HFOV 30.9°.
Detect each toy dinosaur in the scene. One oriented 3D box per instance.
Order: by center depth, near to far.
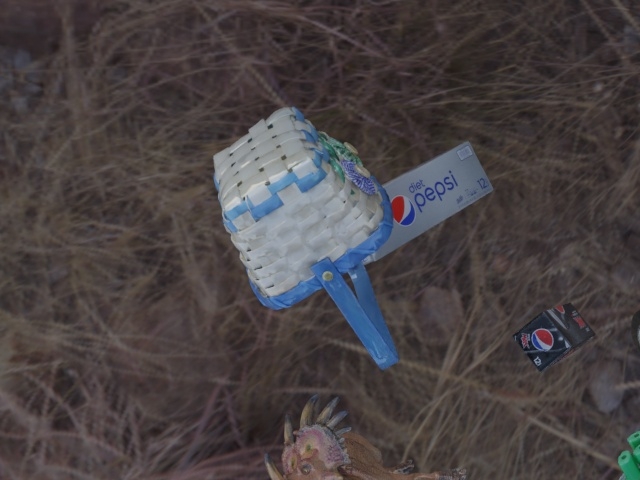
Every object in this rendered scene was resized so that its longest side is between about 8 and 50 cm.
[{"bbox_3d":[0.016,0.245,1.243,0.200,0.295,0.127,31,80,-11],"label":"toy dinosaur"}]

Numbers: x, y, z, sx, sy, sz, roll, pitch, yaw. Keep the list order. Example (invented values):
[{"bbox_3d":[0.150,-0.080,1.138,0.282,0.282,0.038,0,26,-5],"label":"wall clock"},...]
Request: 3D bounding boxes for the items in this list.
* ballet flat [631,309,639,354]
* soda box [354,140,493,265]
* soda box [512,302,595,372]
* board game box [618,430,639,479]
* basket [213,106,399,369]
[{"bbox_3d":[0.566,0.187,1.831,0.095,0.280,0.096,-25,134,7],"label":"ballet flat"},{"bbox_3d":[0.127,-0.051,1.742,0.098,0.286,0.091,-25,93,53],"label":"soda box"},{"bbox_3d":[0.302,0.122,1.484,0.053,0.169,0.060,-41,76,18],"label":"soda box"},{"bbox_3d":[0.424,0.361,1.304,0.390,0.390,0.050,-8,119,53],"label":"board game box"},{"bbox_3d":[0.000,0.000,1.429,0.201,0.255,0.289,-29,120,4],"label":"basket"}]
